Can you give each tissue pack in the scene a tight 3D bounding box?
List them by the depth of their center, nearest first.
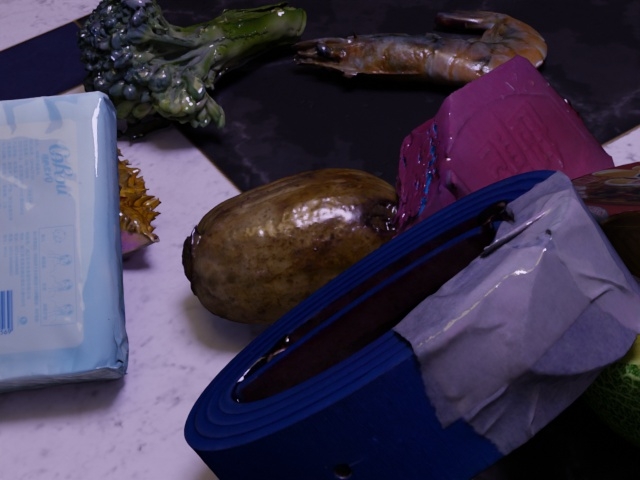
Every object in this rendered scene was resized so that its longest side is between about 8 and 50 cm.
[{"bbox_3d":[-0.269,0.005,1.068,0.177,0.089,0.263,-6,74,2],"label":"tissue pack"}]

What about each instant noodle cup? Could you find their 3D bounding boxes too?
[{"bbox_3d":[0.329,-0.013,0.945,0.273,0.091,0.274,-9,9,2],"label":"instant noodle cup"}]

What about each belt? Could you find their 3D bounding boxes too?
[{"bbox_3d":[0.064,0.089,0.869,0.347,0.117,0.212,-33,17,10],"label":"belt"}]

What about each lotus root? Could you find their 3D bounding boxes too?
[{"bbox_3d":[0.000,0.000,1.078,0.260,0.129,0.145,-13,32,-6],"label":"lotus root"}]

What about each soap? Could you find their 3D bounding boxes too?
[{"bbox_3d":[0.154,-0.053,1.049,0.162,0.099,0.250,51,41,3],"label":"soap"}]

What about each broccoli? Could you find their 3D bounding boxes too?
[{"bbox_3d":[-0.137,-0.213,1.327,0.274,0.177,0.199,-5,36,-12],"label":"broccoli"}]

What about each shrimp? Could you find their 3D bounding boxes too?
[{"bbox_3d":[0.119,-0.234,1.373,0.295,0.058,0.169,7,35,14],"label":"shrimp"}]

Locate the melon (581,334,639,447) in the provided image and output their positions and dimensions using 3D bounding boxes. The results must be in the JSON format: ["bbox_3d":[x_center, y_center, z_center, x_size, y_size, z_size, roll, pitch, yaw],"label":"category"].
[{"bbox_3d":[0.283,0.113,0.901,0.169,0.129,0.265,-5,12,26],"label":"melon"}]

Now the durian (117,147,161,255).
[{"bbox_3d":[-0.330,-0.049,1.202,0.341,0.112,0.191,-7,44,5],"label":"durian"}]
